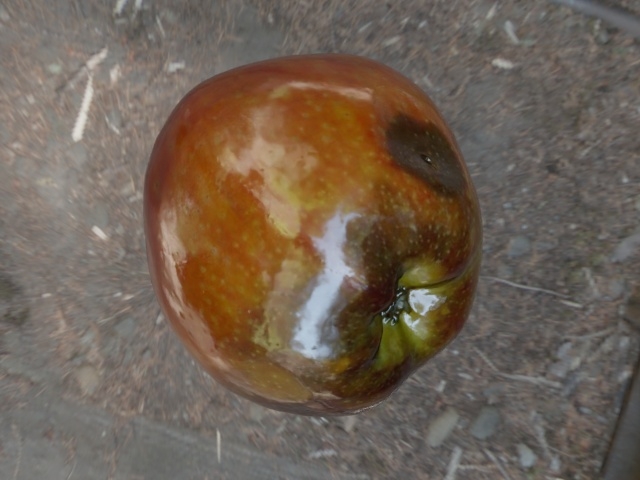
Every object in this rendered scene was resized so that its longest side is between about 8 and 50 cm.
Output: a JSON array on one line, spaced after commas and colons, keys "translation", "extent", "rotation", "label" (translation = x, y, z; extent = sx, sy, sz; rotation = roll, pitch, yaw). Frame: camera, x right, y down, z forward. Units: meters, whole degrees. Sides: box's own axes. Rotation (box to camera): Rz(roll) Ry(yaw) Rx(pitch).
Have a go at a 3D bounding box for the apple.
[{"translation": [0.000, 0.000, 0.727], "extent": [0.230, 0.230, 0.229], "rotation": [0, 88, -7], "label": "apple"}]
